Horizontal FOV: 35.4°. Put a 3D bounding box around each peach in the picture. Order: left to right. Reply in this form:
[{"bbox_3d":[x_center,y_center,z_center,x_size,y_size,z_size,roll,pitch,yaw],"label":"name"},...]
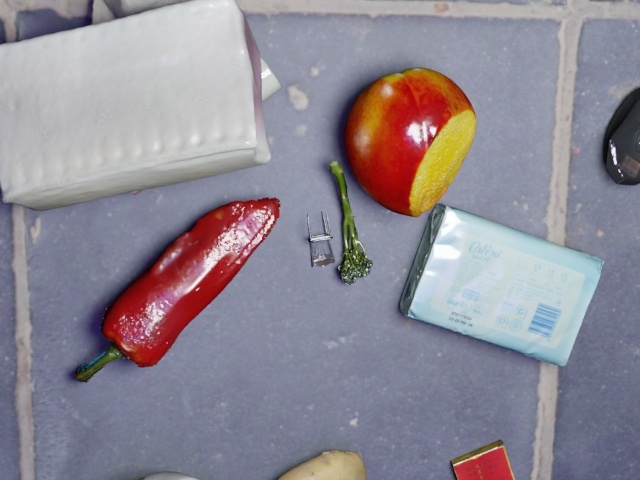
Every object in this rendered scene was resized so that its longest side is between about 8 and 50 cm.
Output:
[{"bbox_3d":[0.129,-0.135,1.390,0.190,0.190,0.192,-24,85,-4],"label":"peach"}]

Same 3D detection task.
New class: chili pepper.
[{"bbox_3d":[-0.204,0.071,1.418,0.387,0.110,0.110,-45,104,-2],"label":"chili pepper"}]

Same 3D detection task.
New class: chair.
[{"bbox_3d":[0.000,0.001,1.470,0.037,0.042,0.086,-11,102,-3],"label":"chair"}]

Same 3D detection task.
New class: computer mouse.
[{"bbox_3d":[0.479,-0.159,1.510,0.099,0.057,0.172,31,83,-12],"label":"computer mouse"}]

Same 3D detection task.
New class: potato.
[{"bbox_3d":[-0.026,0.420,1.515,0.161,0.128,0.235,17,94,-28],"label":"potato"}]

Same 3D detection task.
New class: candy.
[{"bbox_3d":[-0.250,-0.169,1.294,0.358,0.145,0.208,-12,81,5],"label":"candy"}]

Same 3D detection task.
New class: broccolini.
[{"bbox_3d":[0.036,-0.029,1.462,0.054,0.052,0.194,-11,110,8],"label":"broccolini"}]

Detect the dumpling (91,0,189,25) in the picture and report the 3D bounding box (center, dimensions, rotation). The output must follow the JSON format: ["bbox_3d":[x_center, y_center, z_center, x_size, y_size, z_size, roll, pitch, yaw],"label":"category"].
[{"bbox_3d":[-0.224,-0.349,1.340,0.181,0.111,0.155,-11,72,-14],"label":"dumpling"}]

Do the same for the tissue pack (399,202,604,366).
[{"bbox_3d":[0.268,0.066,1.504,0.263,0.089,0.177,18,97,-10],"label":"tissue pack"}]

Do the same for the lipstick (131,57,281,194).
[{"bbox_3d":[-0.176,-0.165,1.394,0.254,0.070,0.070,-36,104,-1],"label":"lipstick"}]

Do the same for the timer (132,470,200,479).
[{"bbox_3d":[-0.263,0.484,1.425,0.285,0.285,0.285,-2,101,-9],"label":"timer"}]

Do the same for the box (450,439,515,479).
[{"bbox_3d":[0.268,0.394,1.602,0.090,0.023,0.133,-19,103,-3],"label":"box"}]
